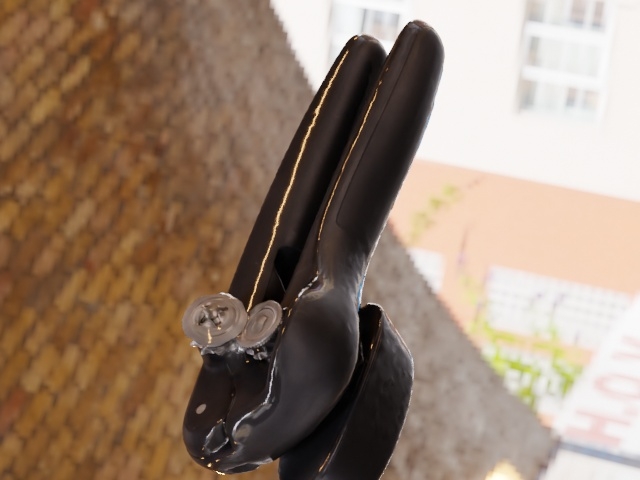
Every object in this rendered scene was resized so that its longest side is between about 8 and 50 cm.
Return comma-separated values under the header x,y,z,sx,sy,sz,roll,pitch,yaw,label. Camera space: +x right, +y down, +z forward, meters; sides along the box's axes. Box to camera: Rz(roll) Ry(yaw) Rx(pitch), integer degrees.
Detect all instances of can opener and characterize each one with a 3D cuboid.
x,y,z,sx,sy,sz,roll,pitch,yaw,label
0.000,0.000,0.605,0.073,0.059,0.186,51,-138,-43,can opener
